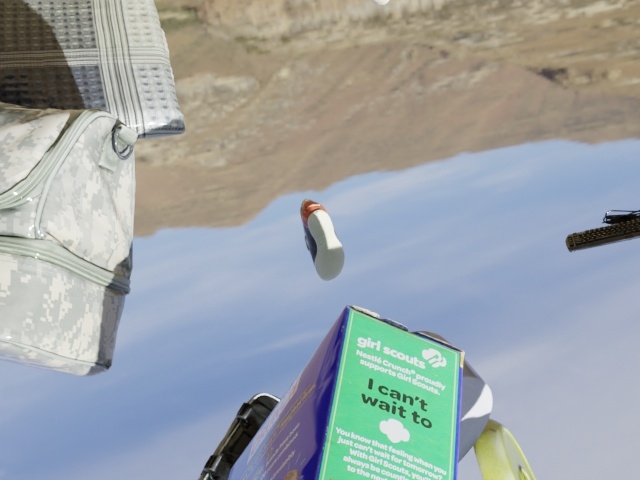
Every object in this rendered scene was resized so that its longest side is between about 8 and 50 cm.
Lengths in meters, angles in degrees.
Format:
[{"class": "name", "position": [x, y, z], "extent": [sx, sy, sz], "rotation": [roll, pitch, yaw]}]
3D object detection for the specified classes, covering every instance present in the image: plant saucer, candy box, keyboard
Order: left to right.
[{"class": "candy box", "position": [-0.005, 0.254, 0.772], "extent": [0.122, 0.268, 0.317], "rotation": [24, -142, -10]}, {"class": "plant saucer", "position": [0.265, 0.339, 1.297], "extent": [0.037, 0.241, 0.241], "rotation": [-25, -175, 13]}, {"class": "keyboard", "position": [0.486, -0.028, 1.561], "extent": [0.192, 0.038, 0.100], "rotation": [-12, -167, 12]}]

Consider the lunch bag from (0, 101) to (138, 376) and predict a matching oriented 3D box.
[{"class": "lunch bag", "position": [-0.344, -0.019, 0.976], "extent": [0.305, 0.256, 0.212], "rotation": [6, 165, 20]}]

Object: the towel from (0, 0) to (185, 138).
[{"class": "towel", "position": [-0.353, -0.232, 1.301], "extent": [0.312, 0.056, 0.324], "rotation": [-5, -135, -14]}]

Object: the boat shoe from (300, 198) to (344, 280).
[{"class": "boat shoe", "position": [0.000, 0.000, 1.413], "extent": [0.049, 0.137, 0.043], "rotation": [-28, -138, -13]}]

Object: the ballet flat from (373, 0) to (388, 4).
[{"class": "ballet flat", "position": [0.003, -0.328, 0.886], "extent": [0.086, 0.248, 0.086], "rotation": [-13, -157, 6]}]

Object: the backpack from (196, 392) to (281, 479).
[{"class": "backpack", "position": [-0.048, 0.379, 1.425], "extent": [0.225, 0.254, 0.191], "rotation": [-58, 176, -37]}]

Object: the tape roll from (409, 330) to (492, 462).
[{"class": "tape roll", "position": [0.074, 0.200, 1.036], "extent": [0.219, 0.219, 0.072], "rotation": [-15, -134, -28]}]
